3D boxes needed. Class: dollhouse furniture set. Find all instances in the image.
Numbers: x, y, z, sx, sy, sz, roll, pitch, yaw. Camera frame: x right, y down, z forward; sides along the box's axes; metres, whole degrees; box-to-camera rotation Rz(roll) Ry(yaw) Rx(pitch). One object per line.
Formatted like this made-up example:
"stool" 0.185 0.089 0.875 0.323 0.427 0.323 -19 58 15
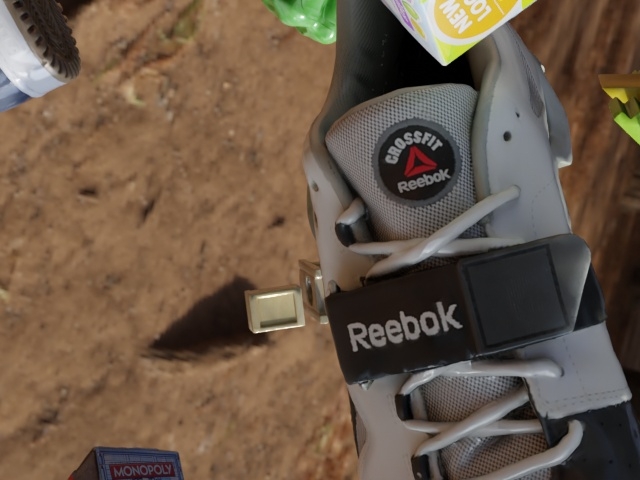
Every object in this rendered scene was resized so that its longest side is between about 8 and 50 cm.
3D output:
"dollhouse furniture set" 0.000 0.000 1.365 0.101 0.181 0.161 -155 -122 -76

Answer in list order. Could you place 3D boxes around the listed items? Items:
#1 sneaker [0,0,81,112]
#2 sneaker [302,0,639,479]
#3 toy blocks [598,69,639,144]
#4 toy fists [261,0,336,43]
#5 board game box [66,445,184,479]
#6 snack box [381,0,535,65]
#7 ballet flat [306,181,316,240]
"sneaker" -0.276 -0.193 0.779 0.282 0.153 0.099 63 14 -3
"sneaker" 0.046 0.020 0.492 0.146 0.122 0.331 48 27 -52
"toy blocks" 0.435 -0.156 1.215 0.261 0.190 0.381 -44 -167 21
"toy fists" -0.050 -0.242 1.025 0.279 0.142 0.096 23 114 -43
"board game box" -0.125 0.213 0.673 0.060 0.194 0.194 14 67 -45
"snack box" 0.081 -0.178 0.376 0.207 0.070 0.174 -35 143 -1
"ballet flat" 0.028 -0.084 1.122 0.068 0.072 0.213 85 13 -55
